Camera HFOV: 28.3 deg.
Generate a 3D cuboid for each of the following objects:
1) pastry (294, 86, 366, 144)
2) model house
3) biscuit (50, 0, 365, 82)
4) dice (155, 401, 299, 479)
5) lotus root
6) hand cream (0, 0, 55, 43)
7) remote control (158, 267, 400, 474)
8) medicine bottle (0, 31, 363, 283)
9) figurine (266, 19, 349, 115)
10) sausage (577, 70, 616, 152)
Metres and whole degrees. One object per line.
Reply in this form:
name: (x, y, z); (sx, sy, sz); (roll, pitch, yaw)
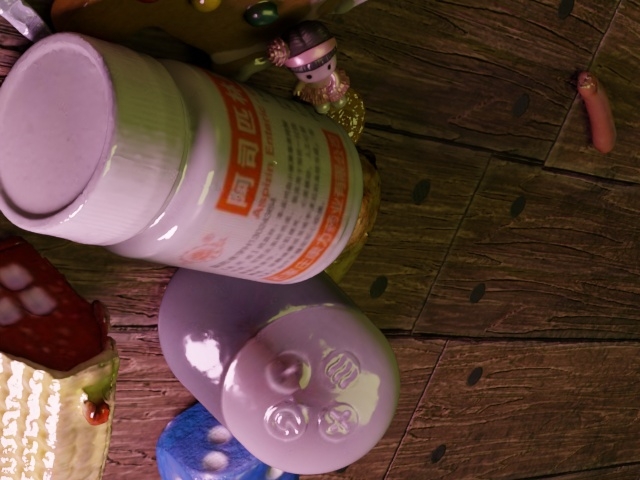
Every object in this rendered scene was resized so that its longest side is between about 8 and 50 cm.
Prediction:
pastry: (0.005, -0.145, 1.549); (0.097, 0.057, 0.109); (-11, 123, -35)
model house: (-0.298, 0.148, 1.274); (0.160, 0.254, 0.196); (-17, 130, -40)
biscuit: (-0.127, -0.253, 1.213); (0.283, 0.064, 0.432); (-32, 157, 26)
dice: (-0.124, 0.297, 1.662); (0.146, 0.146, 0.143); (-32, 138, -27)
lotus root: (0.000, 0.000, 1.611); (0.110, 0.097, 0.258); (24, 101, -20)
hand cream: (-0.284, -0.211, 1.230); (0.030, 0.019, 0.093); (-49, 135, -5)
remote control: (-0.048, 0.141, 1.552); (0.221, 0.103, 0.332); (-43, 100, 1)
medicine bottle: (-0.140, -0.076, 1.318); (0.371, 0.211, 0.211); (14, 107, -51)
figurine: (-0.012, -0.181, 1.334); (0.072, 0.054, 0.129); (-17, 154, 5)
sausage: (0.426, -0.199, 1.962); (0.047, 0.040, 0.177); (-40, 140, -8)
